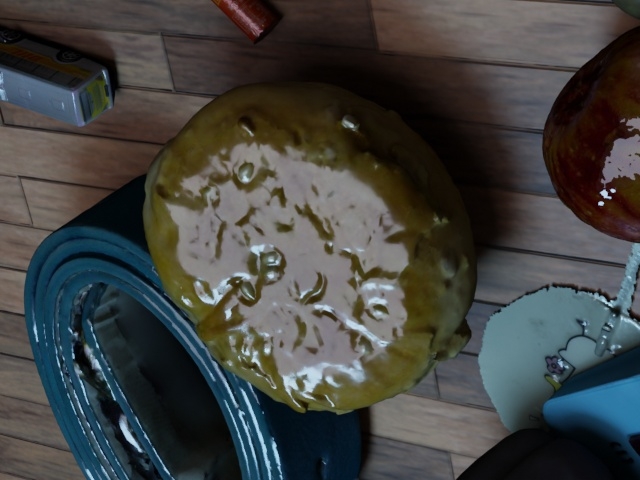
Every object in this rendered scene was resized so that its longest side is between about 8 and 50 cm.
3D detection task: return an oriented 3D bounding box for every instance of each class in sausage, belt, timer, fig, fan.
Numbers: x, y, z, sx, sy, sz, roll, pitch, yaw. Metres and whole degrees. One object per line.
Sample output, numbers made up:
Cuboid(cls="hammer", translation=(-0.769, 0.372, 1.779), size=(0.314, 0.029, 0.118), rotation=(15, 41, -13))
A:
Cuboid(cls="sausage", translation=(-0.094, -0.237, 1.754), size=(0.129, 0.034, 0.034), rotation=(45, 136, 3))
Cuboid(cls="belt", translation=(-0.128, 0.152, 1.948), size=(0.300, 0.173, 0.436), rotation=(-10, 112, 43))
Cuboid(cls="timer", translation=(0.341, 0.191, 1.696), size=(0.232, 0.091, 0.250), rotation=(50, 148, -8))
Cuboid(cls="fig", translation=(0.284, -0.066, 1.506), size=(0.207, 0.175, 0.175), rotation=(29, 139, -18))
Cuboid(cls="fan", translation=(0.259, 0.082, 1.715), size=(0.233, 0.012, 0.414), rotation=(27, 133, 19))

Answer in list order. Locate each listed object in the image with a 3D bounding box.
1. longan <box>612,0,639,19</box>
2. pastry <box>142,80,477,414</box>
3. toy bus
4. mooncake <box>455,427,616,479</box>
Cuboid(cls="longan", translation=(0.265, -0.217, 1.451), size=(0.113, 0.092, 0.113), rotation=(4, 114, 9))
Cuboid(cls="pastry", translation=(0.000, 0.000, 1.730), size=(0.315, 0.184, 0.284), rotation=(46, 112, 1))
Cuboid(cls="toy bus", translation=(-0.289, -0.167, 1.926), size=(0.172, 0.072, 0.057), rotation=(19, 133, 28))
Cuboid(cls="mooncake", translation=(0.223, 0.286, 1.755), size=(0.245, 0.133, 0.245), rotation=(45, 165, 15))
